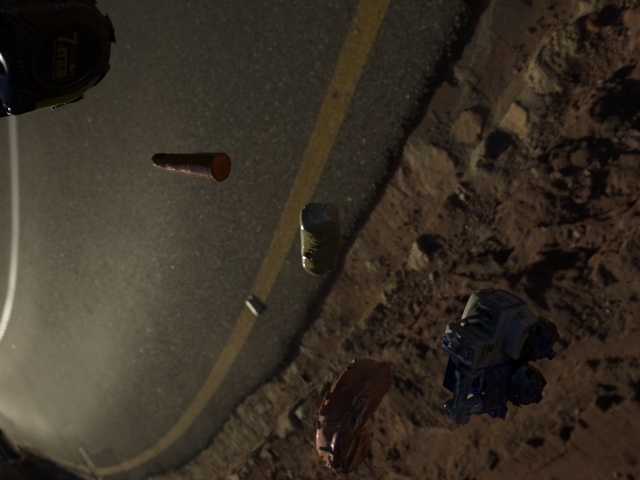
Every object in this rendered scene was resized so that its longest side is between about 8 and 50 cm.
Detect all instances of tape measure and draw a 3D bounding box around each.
[{"bbox_3d":[-0.408,-0.289,0.934,0.112,0.186,0.199,43,135,22],"label":"tape measure"}]

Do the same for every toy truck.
[{"bbox_3d":[0.280,0.194,1.074,0.161,0.177,0.213,32,121,50],"label":"toy truck"}]

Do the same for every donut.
[{"bbox_3d":[0.058,0.333,1.202,0.085,0.199,0.232,20,93,24],"label":"donut"}]

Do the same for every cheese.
[{"bbox_3d":[0.000,0.000,1.005,0.194,0.065,0.043,88,172,-62],"label":"cheese"}]

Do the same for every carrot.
[{"bbox_3d":[-0.287,-0.165,1.344,0.210,0.061,0.061,10,128,33],"label":"carrot"}]
